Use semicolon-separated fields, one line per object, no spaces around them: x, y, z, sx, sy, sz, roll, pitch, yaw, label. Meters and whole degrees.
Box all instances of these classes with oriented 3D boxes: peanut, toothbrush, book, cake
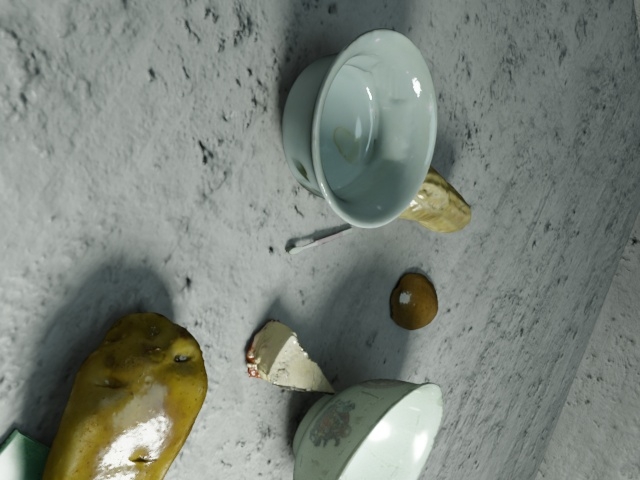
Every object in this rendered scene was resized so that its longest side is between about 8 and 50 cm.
0.244;-0.097;1.269;0.313;0.149;0.149;25;84;-48;peanut
0.002;0.000;1.132;0.194;0.017;0.014;-19;114;-42;toothbrush
-0.440;0.347;0.769;0.135;0.017;0.103;-52;133;-23;book
-0.064;0.272;1.092;0.117;0.086;0.220;-47;131;-28;cake

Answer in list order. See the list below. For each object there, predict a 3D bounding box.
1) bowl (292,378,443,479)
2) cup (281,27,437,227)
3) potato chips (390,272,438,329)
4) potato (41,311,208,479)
0.069;0.453;1.187;0.434;0.196;0.435;-29;132;-38;bowl
0.057;-0.206;1.021;0.347;0.163;0.347;-15;112;-43;cup
0.256;0.163;1.429;0.201;0.049;0.150;34;72;-40;potato chips
-0.292;0.291;0.807;0.195;0.176;0.369;100;12;-82;potato
